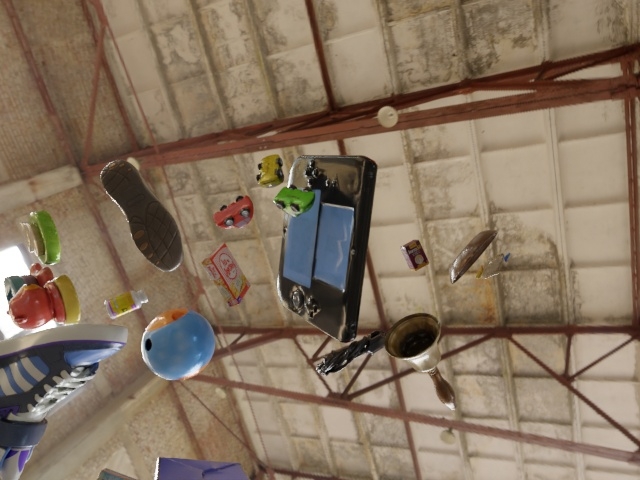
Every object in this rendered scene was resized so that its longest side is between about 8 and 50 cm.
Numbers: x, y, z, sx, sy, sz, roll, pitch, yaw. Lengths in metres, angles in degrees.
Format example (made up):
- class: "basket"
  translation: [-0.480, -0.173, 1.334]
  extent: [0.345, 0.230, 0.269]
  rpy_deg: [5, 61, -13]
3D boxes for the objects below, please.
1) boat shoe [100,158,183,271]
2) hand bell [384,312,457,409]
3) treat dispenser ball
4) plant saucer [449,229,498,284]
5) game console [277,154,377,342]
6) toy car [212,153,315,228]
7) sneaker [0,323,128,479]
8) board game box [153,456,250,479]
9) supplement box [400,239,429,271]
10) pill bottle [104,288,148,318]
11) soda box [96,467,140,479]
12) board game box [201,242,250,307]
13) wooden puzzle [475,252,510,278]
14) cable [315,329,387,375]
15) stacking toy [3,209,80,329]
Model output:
- class: "boat shoe"
  translation: [-0.507, -0.074, 1.418]
  extent: [0.132, 0.130, 0.356]
  rpy_deg: [-28, -88, -6]
- class: "hand bell"
  translation: [0.248, 0.288, 1.046]
  extent: [0.126, 0.126, 0.242]
  rpy_deg: [-14, -60, 35]
- class: "treat dispenser ball"
  translation: [-0.577, 0.421, 1.956]
  extent: [0.287, 0.288, 0.289]
  rpy_deg: [14, -59, 25]
- class: "plant saucer"
  translation: [0.423, 0.039, 1.351]
  extent: [0.036, 0.198, 0.199]
  rpy_deg: [43, -51, 19]
- class: "game console"
  translation: [0.000, 0.000, 1.098]
  extent: [0.342, 0.060, 0.387]
  rpy_deg: [19, -75, 62]
- class: "toy car"
  translation: [-0.101, -0.093, 1.089]
  extent: [0.224, 0.239, 0.053]
  rpy_deg: [15, -32, 35]
- class: "sneaker"
  translation: [-0.486, 0.286, 0.839]
  extent: [0.322, 0.130, 0.237]
  rpy_deg: [-12, -108, 5]
- class: "board game box"
  translation: [-0.184, 0.480, 0.657]
  extent: [0.140, 0.292, 0.232]
  rpy_deg: [11, -15, -15]
- class: "supplement box"
  translation: [0.289, 0.046, 1.470]
  extent: [0.083, 0.054, 0.043]
  rpy_deg: [64, -11, -6]
- class: "pill bottle"
  translation: [-0.426, 0.137, 1.055]
  extent: [0.043, 0.083, 0.043]
  rpy_deg: [55, -21, 33]
- class: "soda box"
  translation: [-0.494, 0.657, 1.252]
  extent: [0.183, 0.058, 0.063]
  rpy_deg: [23, -24, -4]
- class: "board game box"
  translation: [-0.334, 0.122, 1.710]
  extent: [0.045, 0.147, 0.194]
  rpy_deg: [-24, -74, 17]
- class: "wooden puzzle"
  translation: [0.512, 0.078, 1.419]
  extent: [0.014, 0.079, 0.116]
  rpy_deg: [34, -25, -11]
- class: "cable"
  translation: [0.056, 0.247, 1.057]
  extent: [0.150, 0.184, 0.047]
  rpy_deg: [-29, -98, 41]
- class: "stacking toy"
  translation: [-0.716, 0.081, 1.156]
  extent: [0.308, 0.130, 0.280]
  rpy_deg: [-6, -82, 47]
